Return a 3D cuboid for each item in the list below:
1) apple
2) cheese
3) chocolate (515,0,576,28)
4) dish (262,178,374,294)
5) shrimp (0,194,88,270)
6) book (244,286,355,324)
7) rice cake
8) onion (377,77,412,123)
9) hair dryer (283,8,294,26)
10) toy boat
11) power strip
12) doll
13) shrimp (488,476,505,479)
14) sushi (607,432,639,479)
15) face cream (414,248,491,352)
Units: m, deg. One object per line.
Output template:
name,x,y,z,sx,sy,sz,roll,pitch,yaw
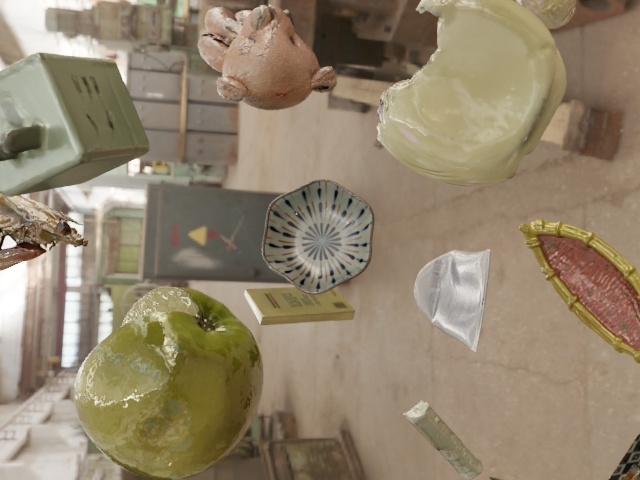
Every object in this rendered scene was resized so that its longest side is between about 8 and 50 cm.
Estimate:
apple,-0.230,0.216,1.127,0.254,0.291,0.292,-57,25,20
cheese,0.205,-0.210,1.004,0.266,0.233,0.127,-59,-1,0
chocolate,0.470,-0.615,1.612,0.309,0.134,0.134,56,172,-12
dish,0.000,0.000,1.165,0.066,0.190,0.191,64,-156,-72
shrimp,-0.513,-0.004,1.193,0.152,0.287,0.063,-69,-23,-11
book,-0.051,0.152,1.721,0.161,0.230,0.026,-134,47,-61
rice cake,0.264,0.425,1.520,0.256,0.057,0.052,49,-173,-28
onion,0.179,-0.270,1.482,0.131,0.131,0.131,-177,90,-77
hair dryer,-0.170,-0.457,1.532,0.195,0.173,0.050,42,147,54
toy boat,0.475,0.077,1.246,0.318,0.099,0.141,54,127,30
power strip,-0.338,-0.141,0.884,0.140,0.139,0.224,69,-162,-4
doll,-0.109,-0.347,1.220,0.156,0.201,0.303,102,148,-43
shrimp,0.534,0.608,1.666,0.169,0.296,0.058,-21,-45,-63
sushi,0.665,0.457,1.451,0.031,0.139,0.201,-117,38,-54
face cream,0.337,0.132,1.811,0.420,0.137,0.235,-173,92,-84
